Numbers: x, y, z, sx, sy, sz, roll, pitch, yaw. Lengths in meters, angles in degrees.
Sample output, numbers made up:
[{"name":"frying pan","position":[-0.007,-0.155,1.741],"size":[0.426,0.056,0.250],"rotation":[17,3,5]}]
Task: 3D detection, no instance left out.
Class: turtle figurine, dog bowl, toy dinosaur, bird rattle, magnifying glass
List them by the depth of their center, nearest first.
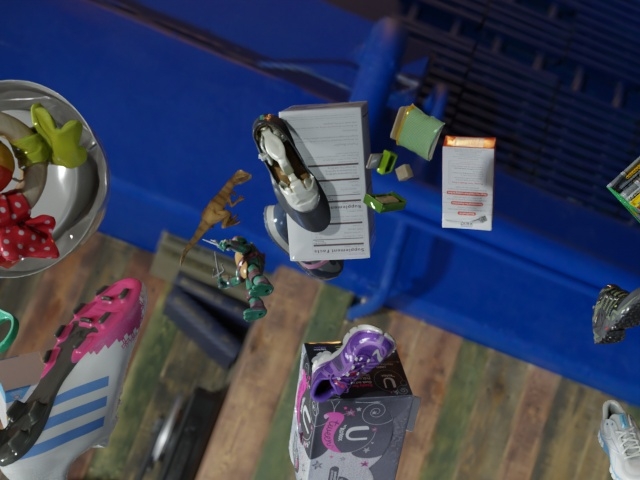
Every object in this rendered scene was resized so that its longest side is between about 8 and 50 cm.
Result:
[{"name":"bird rattle","position":[-0.462,-0.088,1.391],"size":[0.143,0.207,0.253],"rotation":[19,85,53]},{"name":"dog bowl","position":[-0.538,-0.107,1.733],"size":[0.102,0.349,0.348],"rotation":[8,-76,-81]},{"name":"toy dinosaur","position":[-0.202,-0.042,1.764],"size":[0.211,0.064,0.112],"rotation":[-58,-18,-6]},{"name":"turtle figurine","position":[-0.176,0.057,2.141],"size":[0.175,0.118,0.234],"rotation":[85,160,-47]},{"name":"magnifying glass","position":[-0.739,0.172,2.189],"size":[0.092,0.026,0.231],"rotation":[-42,40,3]}]

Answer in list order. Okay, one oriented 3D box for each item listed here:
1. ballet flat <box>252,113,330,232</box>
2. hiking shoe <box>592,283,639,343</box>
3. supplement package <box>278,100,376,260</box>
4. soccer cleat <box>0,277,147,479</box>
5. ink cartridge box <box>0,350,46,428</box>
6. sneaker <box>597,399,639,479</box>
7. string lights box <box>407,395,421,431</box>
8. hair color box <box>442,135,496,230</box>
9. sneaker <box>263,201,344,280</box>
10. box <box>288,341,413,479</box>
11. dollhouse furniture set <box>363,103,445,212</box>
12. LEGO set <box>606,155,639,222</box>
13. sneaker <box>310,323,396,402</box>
[{"name":"ballet flat","position":[-0.048,-0.101,1.477],"size":[0.074,0.203,0.074],"rotation":[-27,2,1]},{"name":"hiking shoe","position":[0.637,0.137,2.064],"size":[0.227,0.086,0.114],"rotation":[115,149,-57]},{"name":"supplement package","position":[0.015,-0.100,1.584],"size":[0.139,0.134,0.244],"rotation":[-57,-36,-76]},{"name":"soccer cleat","position":[-0.332,0.209,1.375],"size":[0.116,0.143,0.331],"rotation":[-2,47,44]},{"name":"ink cartridge box","position":[-0.577,0.304,1.867],"size":[0.090,0.092,0.143],"rotation":[50,141,41]},{"name":"sneaker","position":[0.492,0.326,1.558],"size":[0.190,0.071,0.082],"rotation":[-105,2,-67]},{"name":"string lights box","position":[0.099,0.346,2.057],"size":[0.260,0.133,0.076],"rotation":[160,129,-71]},{"name":"hair color box","position":[0.270,-0.104,1.749],"size":[0.053,0.093,0.167],"rotation":[-65,-25,-57]},{"name":"sneaker","position":[0.000,0.000,2.217],"size":[0.319,0.131,0.112],"rotation":[38,-139,-53]},{"name":"box","position":[0.044,0.303,1.589],"size":[0.142,0.163,0.247],"rotation":[-110,22,-54]},{"name":"dollhouse furniture set","position":[0.111,-0.117,1.382],"size":[0.059,0.076,0.151],"rotation":[-7,-56,-45]},{"name":"LEGO set","position":[0.729,-0.078,1.874],"size":[0.192,0.255,0.331],"rotation":[-44,5,10]},{"name":"sneaker","position":[0.045,0.181,1.361],"size":[0.170,0.068,0.071],"rotation":[-46,17,39]}]
